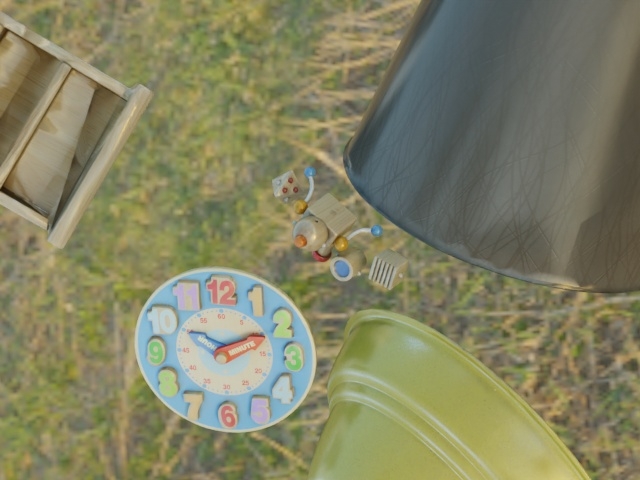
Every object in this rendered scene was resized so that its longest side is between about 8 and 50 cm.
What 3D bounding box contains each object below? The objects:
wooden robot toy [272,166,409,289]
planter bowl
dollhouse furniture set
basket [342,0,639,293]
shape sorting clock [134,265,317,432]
[{"bbox_3d":[0.000,0.000,1.373,0.173,0.079,0.076,41,127,10],"label":"wooden robot toy"},{"bbox_3d":[0.057,0.148,0.734,0.217,0.090,0.217,42,157,23],"label":"planter bowl"},{"bbox_3d":[-0.280,-0.108,1.098,0.362,0.256,0.394,-60,12,1],"label":"dollhouse furniture set"},{"bbox_3d":[0.137,-0.111,0.721,0.154,0.204,0.227,-67,-6,-55],"label":"basket"},{"bbox_3d":[-0.106,0.124,1.506,0.206,0.040,0.206,3,110,9],"label":"shape sorting clock"}]
